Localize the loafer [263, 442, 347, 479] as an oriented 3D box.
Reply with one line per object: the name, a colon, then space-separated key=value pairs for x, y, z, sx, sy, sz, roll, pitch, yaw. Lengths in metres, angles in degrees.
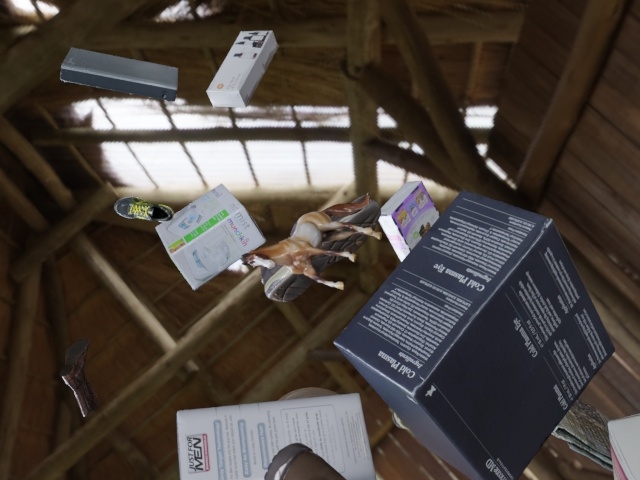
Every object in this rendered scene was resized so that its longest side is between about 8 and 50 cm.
loafer: x=-0.050 y=0.479 z=1.112 sx=0.134 sy=0.130 sz=0.366 roll=26 pitch=-101 yaw=-61

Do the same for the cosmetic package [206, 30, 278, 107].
cosmetic package: x=-0.200 y=-0.447 z=2.039 sx=0.060 sy=0.099 sz=0.239 roll=65 pitch=-142 yaw=-47

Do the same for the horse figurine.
horse figurine: x=0.000 y=0.000 z=1.389 sx=0.263 sy=0.174 sz=0.066 roll=-51 pitch=-35 yaw=-47

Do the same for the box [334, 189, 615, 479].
box: x=0.245 y=0.160 z=1.195 sx=0.312 sy=0.179 sz=0.343 roll=-49 pitch=-51 yaw=-14

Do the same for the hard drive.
hard drive: x=-0.244 y=-0.204 z=0.967 sx=0.135 sy=0.094 sz=0.022 roll=8 pitch=-65 yaw=-14

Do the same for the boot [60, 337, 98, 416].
boot: x=-0.435 y=0.254 z=1.458 sx=0.106 sy=0.037 sz=0.114 roll=-76 pitch=-25 yaw=-50

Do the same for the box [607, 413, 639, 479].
box: x=0.604 y=0.437 z=1.404 sx=0.127 sy=0.148 sz=0.232 roll=-15 pitch=-58 yaw=7

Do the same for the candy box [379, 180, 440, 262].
candy box: x=0.270 y=-0.048 z=2.305 sx=0.070 sy=0.196 sz=0.165 roll=3 pitch=41 yaw=50

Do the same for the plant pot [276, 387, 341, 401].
plant pot: x=-0.013 y=0.421 z=1.749 sx=0.237 sy=0.237 sz=0.110 roll=-34 pitch=-28 yaw=-25

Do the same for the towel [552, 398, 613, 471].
towel: x=0.674 y=0.483 z=2.021 sx=0.056 sy=0.312 sz=0.324 roll=-55 pitch=8 yaw=15

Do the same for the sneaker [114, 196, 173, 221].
sneaker: x=-0.246 y=-0.044 z=1.103 sx=0.035 sy=0.083 sz=0.031 roll=-171 pitch=88 yaw=-75

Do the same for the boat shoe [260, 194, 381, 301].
boat shoe: x=-0.015 y=-0.002 z=1.921 sx=0.355 sy=0.130 sz=0.132 roll=-39 pitch=-32 yaw=8

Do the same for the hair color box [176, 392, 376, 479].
hair color box: x=-0.094 y=0.429 z=1.577 sx=0.374 sy=0.185 sz=0.113 roll=-3 pitch=-35 yaw=-12

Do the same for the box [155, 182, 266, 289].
box: x=-0.298 y=-0.015 z=2.121 sx=0.231 sy=0.127 sz=0.262 roll=-35 pitch=26 yaw=-6

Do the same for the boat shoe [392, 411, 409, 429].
boat shoe: x=0.228 y=0.336 z=1.608 sx=0.223 sy=0.080 sz=0.073 roll=-19 pitch=-19 yaw=-37
